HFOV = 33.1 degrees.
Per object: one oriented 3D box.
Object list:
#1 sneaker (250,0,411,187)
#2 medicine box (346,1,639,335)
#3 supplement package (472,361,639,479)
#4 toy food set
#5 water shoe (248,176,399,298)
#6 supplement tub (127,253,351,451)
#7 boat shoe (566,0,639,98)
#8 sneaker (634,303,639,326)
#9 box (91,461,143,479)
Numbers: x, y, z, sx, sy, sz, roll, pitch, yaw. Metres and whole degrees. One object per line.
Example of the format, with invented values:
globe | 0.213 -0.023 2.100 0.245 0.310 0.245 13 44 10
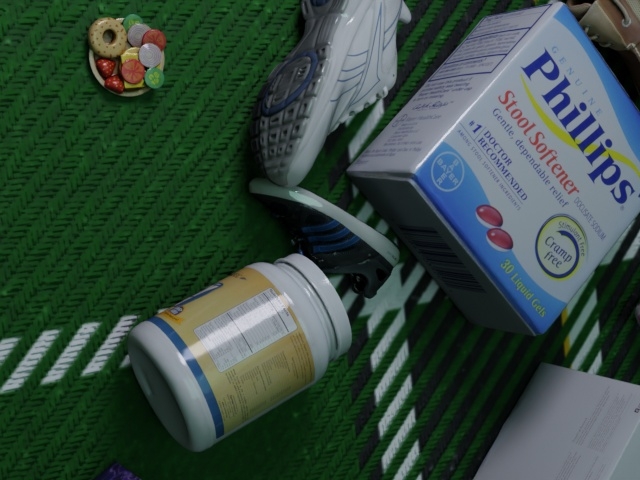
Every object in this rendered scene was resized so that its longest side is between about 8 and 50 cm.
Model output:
sneaker | 0.024 -0.181 1.169 0.129 0.111 0.297 36 68 -33
medicine box | 0.228 -0.084 1.270 0.289 0.149 0.263 -48 113 -17
supplement package | 0.333 0.281 1.315 0.149 0.203 0.194 40 75 -25
toy food set | -0.197 -0.190 1.109 0.082 0.020 0.083 -10 97 -27
water shoe | 0.000 0.000 1.196 0.203 0.073 0.080 29 84 -24
supplement tub | -0.082 0.111 1.117 0.199 0.144 0.144 -28 105 -24
boat shoe | 0.366 -0.305 1.362 0.116 0.123 0.324 -26 114 4
sneaker | 0.507 0.033 1.461 0.252 0.103 0.111 -33 103 -29
box | -0.199 0.319 1.031 0.153 0.207 0.108 -37 109 -23
